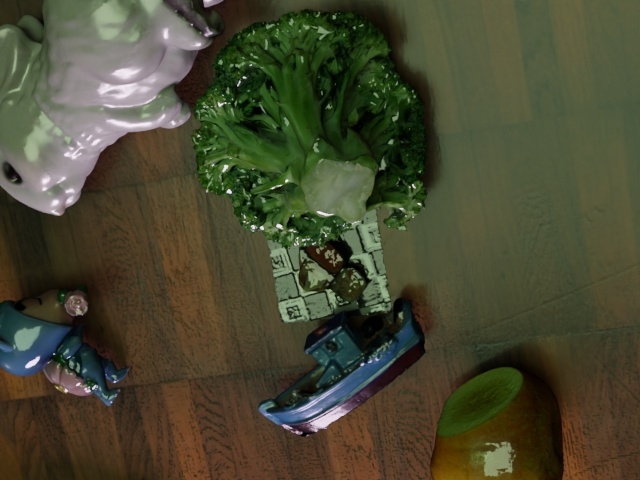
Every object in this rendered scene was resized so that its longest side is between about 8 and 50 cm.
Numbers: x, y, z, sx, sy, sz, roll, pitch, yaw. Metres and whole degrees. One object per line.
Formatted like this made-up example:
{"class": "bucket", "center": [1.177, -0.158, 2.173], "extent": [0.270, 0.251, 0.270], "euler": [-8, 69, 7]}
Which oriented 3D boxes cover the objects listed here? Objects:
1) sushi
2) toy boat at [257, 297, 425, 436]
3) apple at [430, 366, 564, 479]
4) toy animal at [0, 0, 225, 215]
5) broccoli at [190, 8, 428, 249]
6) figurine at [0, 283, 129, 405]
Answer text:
{"class": "sushi", "center": [0.000, 0.000, 1.558], "extent": [0.139, 0.031, 0.201], "euler": [-7, 102, 14]}
{"class": "toy boat", "center": [0.019, 0.142, 1.552], "extent": [0.223, 0.100, 0.097], "euler": [-37, 103, 16]}
{"class": "apple", "center": [0.197, 0.232, 1.517], "extent": [0.147, 0.146, 0.163], "euler": [-5, 105, 17]}
{"class": "toy animal", "center": [-0.268, -0.199, 1.495], "extent": [0.258, 0.194, 0.357], "euler": [45, 116, -12]}
{"class": "broccoli", "center": [-0.005, -0.114, 1.434], "extent": [0.261, 0.241, 0.269], "euler": [3, 124, -10]}
{"class": "figurine", "center": [-0.308, 0.116, 1.620], "extent": [0.178, 0.114, 0.144], "euler": [34, 101, -10]}
